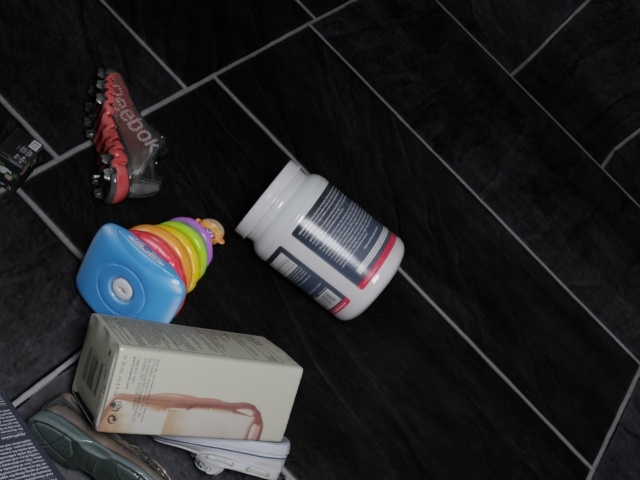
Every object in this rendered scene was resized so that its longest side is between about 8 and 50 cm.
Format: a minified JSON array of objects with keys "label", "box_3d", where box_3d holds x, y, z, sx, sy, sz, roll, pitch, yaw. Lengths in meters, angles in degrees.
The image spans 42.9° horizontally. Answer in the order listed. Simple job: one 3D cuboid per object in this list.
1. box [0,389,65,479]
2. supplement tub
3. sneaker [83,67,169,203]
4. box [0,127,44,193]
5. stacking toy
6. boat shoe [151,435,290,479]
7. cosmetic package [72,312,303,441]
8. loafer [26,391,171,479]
[{"label":"box","box_3d":[-0.411,0.309,0.992,0.207,0.153,0.108,41,25,30]},{"label":"supplement tub","box_3d":[0.000,0.000,1.502,0.272,0.191,0.191,39,47,-5]},{"label":"sneaker","box_3d":[-0.347,-0.188,1.471,0.135,0.097,0.276,2,61,-32]},{"label":"box","box_3d":[-0.501,-0.130,1.339,0.052,0.083,0.062,35,47,-10]},{"label":"stacking toy","box_3d":[-0.245,0.025,1.378,0.175,0.165,0.302,40,32,7]},{"label":"boat shoe","box_3d":[-0.160,0.325,1.253,0.226,0.083,0.075,14,91,-9]},{"label":"cosmetic package","box_3d":[-0.197,0.208,1.219,0.296,0.153,0.129,12,97,-32]},{"label":"loafer","box_3d":[-0.290,0.312,1.172,0.267,0.096,0.084,36,35,-2]}]
